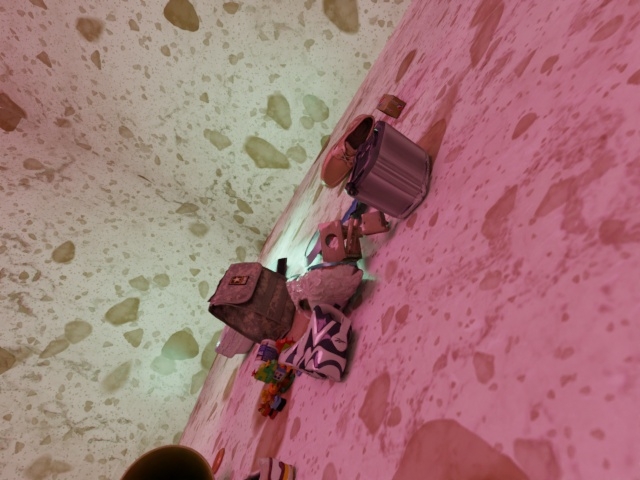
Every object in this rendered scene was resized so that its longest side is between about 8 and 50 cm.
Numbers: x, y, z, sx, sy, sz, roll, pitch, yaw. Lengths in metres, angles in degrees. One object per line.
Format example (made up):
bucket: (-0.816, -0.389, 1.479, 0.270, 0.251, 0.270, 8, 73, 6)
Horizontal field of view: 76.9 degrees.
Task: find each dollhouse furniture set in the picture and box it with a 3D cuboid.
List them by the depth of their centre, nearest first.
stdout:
dollhouse furniture set: (0.111, 0.002, 0.985, 0.182, 0.160, 0.101, 6, -106, -63)

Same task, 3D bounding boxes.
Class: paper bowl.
paper bowl: (-0.381, 0.428, 1.941, 0.284, 0.148, 0.284, -59, 12, 20)

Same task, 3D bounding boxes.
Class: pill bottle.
pill bottle: (-0.180, 0.392, 1.322, 0.067, 0.067, 0.120, -51, 16, 46)

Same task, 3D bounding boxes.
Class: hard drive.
hard drive: (-0.236, 0.198, 1.990, 0.255, 0.054, 0.172, -46, 33, 51)

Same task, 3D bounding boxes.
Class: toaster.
toaster: (0.148, -0.147, 0.879, 0.129, 0.146, 0.227, -53, 14, 43)

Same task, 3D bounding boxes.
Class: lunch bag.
lunch bag: (-0.238, 0.210, 1.444, 0.169, 0.287, 0.235, -56, 12, 32)

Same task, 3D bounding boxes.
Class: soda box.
soda box: (0.249, -0.481, 1.440, 0.061, 0.058, 0.181, -59, 11, 18)

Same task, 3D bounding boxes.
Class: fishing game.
fishing game: (0.111, -0.106, 1.244, 0.189, 0.041, 0.264, -61, 3, -35)

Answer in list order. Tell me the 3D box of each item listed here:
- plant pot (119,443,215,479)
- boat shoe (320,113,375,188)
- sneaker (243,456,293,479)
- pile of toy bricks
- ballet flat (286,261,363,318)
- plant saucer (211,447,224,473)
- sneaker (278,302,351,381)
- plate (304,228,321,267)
plant pot: (-0.454, 0.801, 1.211, 0.294, 0.274, 0.275, 106, 180, -47)
boat shoe: (0.107, -0.367, 1.652, 0.341, 0.121, 0.110, -60, 11, 9)
sneaker: (-0.126, 0.500, 0.776, 0.186, 0.083, 0.069, -62, 11, 2)
pile of toy bricks: (-0.128, 0.358, 1.060, 0.212, 0.105, 0.118, -59, 12, 17)
ballet flat: (0.008, 0.134, 1.000, 0.147, 0.146, 0.409, -65, 8, -14)
plant saucer: (-0.355, 0.760, 1.394, 0.084, 0.013, 0.083, -58, 13, 21)
sneaker: (-0.003, 0.211, 0.873, 0.153, 0.094, 0.235, -66, 12, -22)
plate: (-0.020, 0.012, 1.496, 0.188, 0.024, 0.188, -57, 12, 19)
